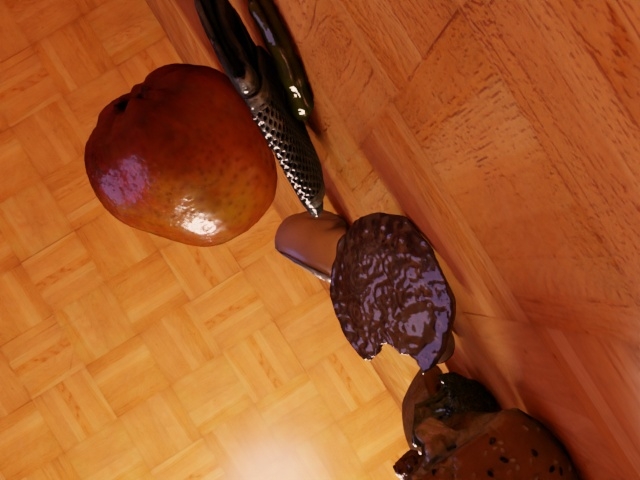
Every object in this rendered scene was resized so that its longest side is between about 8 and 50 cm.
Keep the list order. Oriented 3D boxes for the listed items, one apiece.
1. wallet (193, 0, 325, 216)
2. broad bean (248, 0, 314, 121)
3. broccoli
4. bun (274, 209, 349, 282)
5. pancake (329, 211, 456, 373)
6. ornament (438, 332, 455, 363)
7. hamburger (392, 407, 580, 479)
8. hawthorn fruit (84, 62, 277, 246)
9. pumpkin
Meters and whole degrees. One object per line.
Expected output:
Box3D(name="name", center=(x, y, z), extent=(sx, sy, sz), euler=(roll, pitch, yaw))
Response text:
Box3D(name="wallet", center=(-0.078, -0.208, 1.159), extent=(0.342, 0.075, 0.237), euler=(61, -175, -55))
Box3D(name="broad bean", center=(-0.050, -0.239, 1.017), extent=(0.069, 0.039, 0.227), euler=(44, 165, 46))
Box3D(name="broccoli", center=(0.206, 0.269, 1.133), extent=(0.146, 0.138, 0.162), euler=(80, -164, -64))
Box3D(name="bun", center=(0.000, 0.000, 1.483), extent=(0.173, 0.120, 0.173), euler=(28, -176, -2))
Box3D(name="pancake", center=(0.087, 0.067, 0.999), extent=(0.235, 0.029, 0.212), euler=(14, 110, 51))
Box3D(name="ornament", center=(0.134, 0.103, 1.072), extent=(0.075, 0.081, 0.156), euler=(-98, -19, -47))
Box3D(name="hamburger", center=(0.224, 0.311, 0.928), extent=(0.288, 0.192, 0.167), euler=(47, -174, -7))
Box3D(name="hawthorn fruit", center=(-0.330, -0.191, 1.868), extent=(0.472, 0.471, 0.472), euler=(57, 175, 8))
Box3D(name="pumpkin", center=(0.201, 0.323, 1.307), extent=(0.217, 0.110, 0.217), euler=(42, -155, -25))
